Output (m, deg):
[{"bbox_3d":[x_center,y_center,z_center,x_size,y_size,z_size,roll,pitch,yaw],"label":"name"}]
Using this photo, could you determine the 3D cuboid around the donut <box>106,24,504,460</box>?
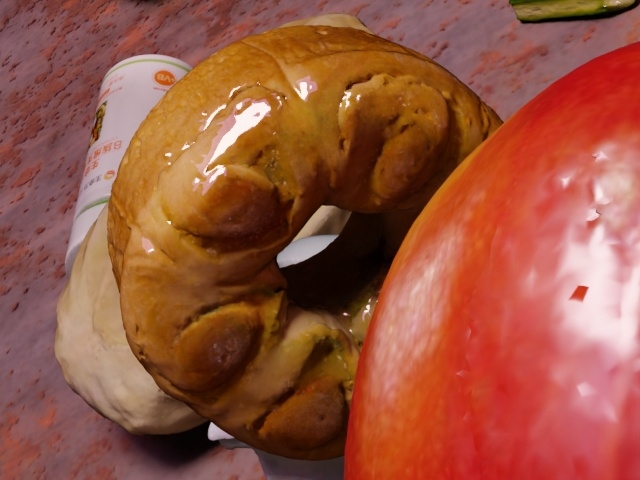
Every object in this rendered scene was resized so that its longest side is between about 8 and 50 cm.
[{"bbox_3d":[-0.001,-0.002,0.989,0.226,0.226,0.114,-40,33,1],"label":"donut"}]

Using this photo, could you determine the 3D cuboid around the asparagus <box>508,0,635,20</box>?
[{"bbox_3d":[0.168,-0.164,1.295,0.108,0.025,0.021,3,45,41],"label":"asparagus"}]

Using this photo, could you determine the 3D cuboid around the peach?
[{"bbox_3d":[0.168,0.097,0.787,0.370,0.370,0.370,-23,41,22],"label":"peach"}]

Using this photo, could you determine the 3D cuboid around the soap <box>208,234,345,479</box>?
[{"bbox_3d":[0.079,0.072,1.092,0.261,0.094,0.150,-2,57,37],"label":"soap"}]

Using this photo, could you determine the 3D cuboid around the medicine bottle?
[{"bbox_3d":[-0.129,-0.045,1.378,0.086,0.086,0.183,-20,42,24],"label":"medicine bottle"}]

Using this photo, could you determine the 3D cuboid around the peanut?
[{"bbox_3d":[-0.052,-0.018,1.237,0.313,0.152,0.152,-50,39,-15],"label":"peanut"}]
